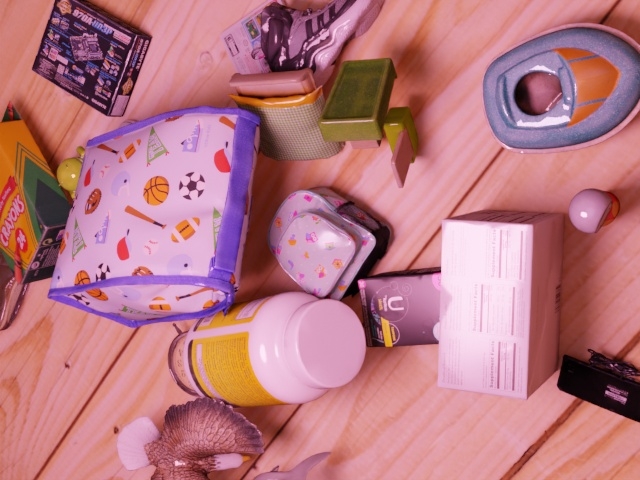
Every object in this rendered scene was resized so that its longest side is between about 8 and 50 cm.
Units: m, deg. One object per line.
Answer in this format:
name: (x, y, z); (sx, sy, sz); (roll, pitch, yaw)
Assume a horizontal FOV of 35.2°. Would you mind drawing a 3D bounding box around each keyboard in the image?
keyboard: (0.477, 0.228, 1.603); (0.192, 0.038, 0.100); (21, 128, 23)

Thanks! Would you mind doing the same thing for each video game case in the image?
video game case: (-0.097, -0.342, 1.833); (0.143, 0.019, 0.157); (-29, 82, 26)

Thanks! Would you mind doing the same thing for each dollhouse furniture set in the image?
dollhouse furniture set: (-0.011, -0.173, 1.676); (0.301, 0.151, 0.198); (0, 140, 22)

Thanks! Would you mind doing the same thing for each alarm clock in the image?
alarm clock: (-0.224, 0.250, 1.940); (0.129, 0.064, 0.192); (-3, 94, 29)

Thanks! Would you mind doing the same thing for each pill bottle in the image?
pill bottle: (-0.079, 0.189, 1.728); (0.334, 0.187, 0.188); (-15, 89, 53)

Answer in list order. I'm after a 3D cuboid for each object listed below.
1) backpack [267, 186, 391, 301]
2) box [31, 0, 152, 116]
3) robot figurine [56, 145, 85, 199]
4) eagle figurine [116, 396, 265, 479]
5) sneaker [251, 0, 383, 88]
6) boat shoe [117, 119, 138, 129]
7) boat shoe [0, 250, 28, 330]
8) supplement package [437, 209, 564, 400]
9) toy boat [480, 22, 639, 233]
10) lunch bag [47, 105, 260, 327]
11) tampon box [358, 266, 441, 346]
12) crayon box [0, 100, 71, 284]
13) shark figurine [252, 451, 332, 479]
backpack: (0.000, 0.000, 1.754); (0.188, 0.144, 0.166); (40, 117, 20)
box: (-0.456, -0.369, 1.995); (0.220, 0.051, 0.175); (31, 109, 21)
robot figurine: (-0.472, -0.132, 1.994); (0.067, 0.115, 0.101); (24, 107, 22)
eagle figurine: (-0.226, 0.404, 1.833); (0.225, 0.298, 0.226); (-31, 96, -16)
sneaker: (-0.010, -0.380, 1.722); (0.153, 0.101, 0.269); (41, 108, 9)
boat shoe: (-0.395, -0.123, 1.978); (0.083, 0.075, 0.226); (14, 102, 25)
boat shoe: (-0.659, 0.085, 2.139); (0.080, 0.073, 0.224); (15, 84, 11)
supplement package: (0.285, 0.090, 1.581); (0.145, 0.204, 0.262); (5, 98, 26)
toy boat: (0.387, -0.169, 1.531); (0.267, 0.148, 0.318); (-17, 88, 27)
lunch bag: (-0.254, -0.035, 1.742); (0.385, 0.238, 0.328); (-14, 62, 45)
tampon box: (0.162, 0.111, 1.704); (0.160, 0.101, 0.121); (-7, 93, 27)
crayon box: (-0.617, -0.097, 2.043); (0.319, 0.081, 0.202); (57, 136, 20)
shark figurine: (-0.086, 0.453, 1.861); (0.166, 0.116, 0.278); (28, 135, 7)
